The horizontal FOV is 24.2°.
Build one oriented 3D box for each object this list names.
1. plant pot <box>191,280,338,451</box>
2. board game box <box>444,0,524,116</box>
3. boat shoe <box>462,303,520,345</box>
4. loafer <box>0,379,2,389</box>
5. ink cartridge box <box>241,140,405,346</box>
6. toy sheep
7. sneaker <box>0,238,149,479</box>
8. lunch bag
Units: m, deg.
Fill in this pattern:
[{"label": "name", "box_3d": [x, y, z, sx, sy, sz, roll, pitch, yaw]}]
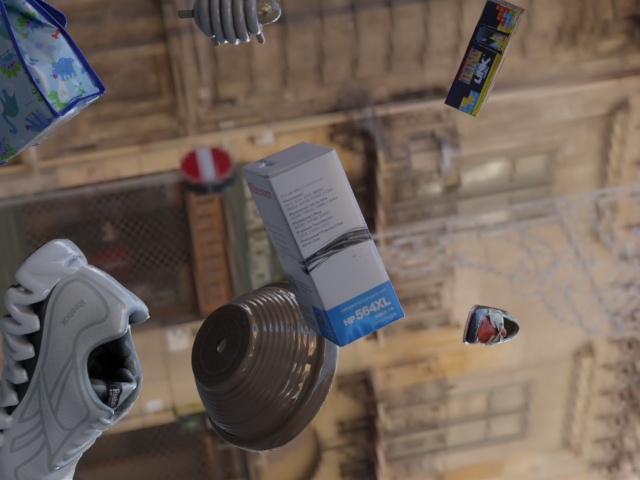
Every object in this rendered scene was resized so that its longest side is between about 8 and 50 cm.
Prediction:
[{"label": "plant pot", "box_3d": [-0.096, 0.158, 2.011, 0.237, 0.109, 0.237, -23, -125, 38]}, {"label": "board game box", "box_3d": [0.212, -0.238, 1.913, 0.170, 0.048, 0.141, -44, 158, -76]}, {"label": "boat shoe", "box_3d": [0.204, 0.104, 1.785, 0.137, 0.043, 0.049, 4, 105, -69]}, {"label": "loafer", "box_3d": [-0.419, 0.258, 1.773, 0.251, 0.094, 0.087, -53, -140, 26]}, {"label": "ink cartridge box", "box_3d": [0.000, 0.000, 1.637, 0.203, 0.086, 0.148, 68, -11, -12]}, {"label": "toy sheep", "box_3d": [-0.115, -0.287, 1.885, 0.091, 0.132, 0.091, -6, 90, -83]}, {"label": "sneaker", "box_3d": [-0.225, 0.144, 1.324, 0.110, 0.118, 0.292, -45, 155, -52]}, {"label": "lunch bag", "box_3d": [-0.310, -0.173, 1.494, 0.129, 0.096, 0.151, -31, -84, 40]}]
